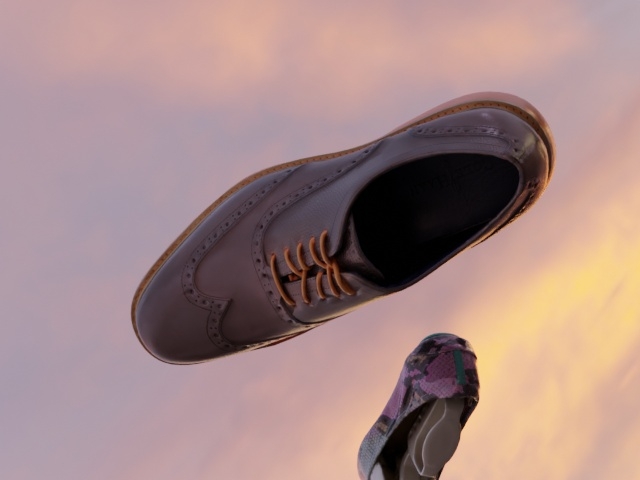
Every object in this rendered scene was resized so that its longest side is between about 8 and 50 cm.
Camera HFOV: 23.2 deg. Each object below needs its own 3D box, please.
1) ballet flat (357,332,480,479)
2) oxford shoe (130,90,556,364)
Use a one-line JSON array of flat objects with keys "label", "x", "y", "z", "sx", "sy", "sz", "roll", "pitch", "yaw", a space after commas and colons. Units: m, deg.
[{"label": "ballet flat", "x": 0.080, "y": 0.169, "z": 1.281, "sx": 0.221, "sy": 0.076, "sz": 0.079, "roll": 109, "pitch": 162, "yaw": -44}, {"label": "oxford shoe", "x": 0.000, "y": 0.000, "z": 1.160, "sx": 0.363, "sy": 0.130, "sz": 0.133, "roll": -30, "pitch": 8, "yaw": 17}]
